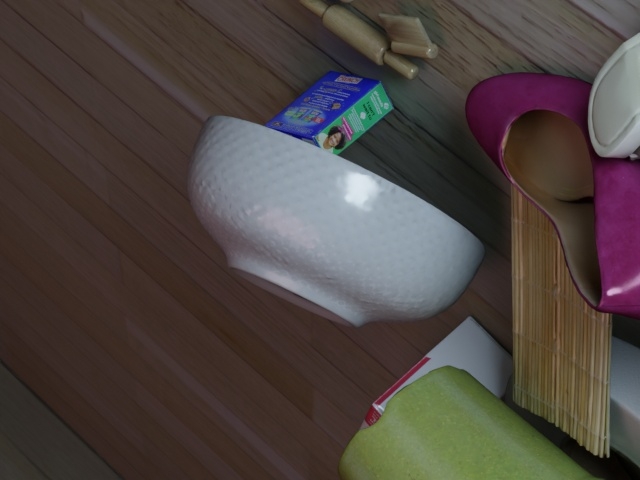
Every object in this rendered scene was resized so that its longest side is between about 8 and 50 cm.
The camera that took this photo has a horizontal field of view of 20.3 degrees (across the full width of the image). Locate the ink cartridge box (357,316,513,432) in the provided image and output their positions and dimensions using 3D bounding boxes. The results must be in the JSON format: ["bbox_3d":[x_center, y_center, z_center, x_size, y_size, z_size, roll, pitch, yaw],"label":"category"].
[{"bbox_3d":[0.131,0.218,2.162,0.100,0.172,0.237,45,156,12],"label":"ink cartridge box"}]

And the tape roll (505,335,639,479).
[{"bbox_3d":[0.359,0.271,1.936,0.392,0.072,0.392,43,158,23],"label":"tape roll"}]

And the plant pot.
[{"bbox_3d":[0.162,0.281,1.892,0.254,0.276,0.276,47,157,23],"label":"plant pot"}]

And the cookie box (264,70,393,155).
[{"bbox_3d":[0.010,-0.135,1.937,0.092,0.107,0.040,18,142,51],"label":"cookie box"}]

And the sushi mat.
[{"bbox_3d":[0.242,0.057,1.789,0.151,0.019,0.317,35,135,51],"label":"sushi mat"}]

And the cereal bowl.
[{"bbox_3d":[0.000,0.000,1.937,0.339,0.141,0.339,25,173,3],"label":"cereal bowl"}]

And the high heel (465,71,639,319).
[{"bbox_3d":[0.205,-0.052,1.574,0.377,0.181,0.127,33,129,48],"label":"high heel"}]

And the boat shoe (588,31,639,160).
[{"bbox_3d":[0.316,-0.147,1.403,0.305,0.091,0.109,134,138,-62],"label":"boat shoe"}]

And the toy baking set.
[{"bbox_3d":[0.026,-0.275,1.807,0.256,0.030,0.197,36,150,29],"label":"toy baking set"}]
